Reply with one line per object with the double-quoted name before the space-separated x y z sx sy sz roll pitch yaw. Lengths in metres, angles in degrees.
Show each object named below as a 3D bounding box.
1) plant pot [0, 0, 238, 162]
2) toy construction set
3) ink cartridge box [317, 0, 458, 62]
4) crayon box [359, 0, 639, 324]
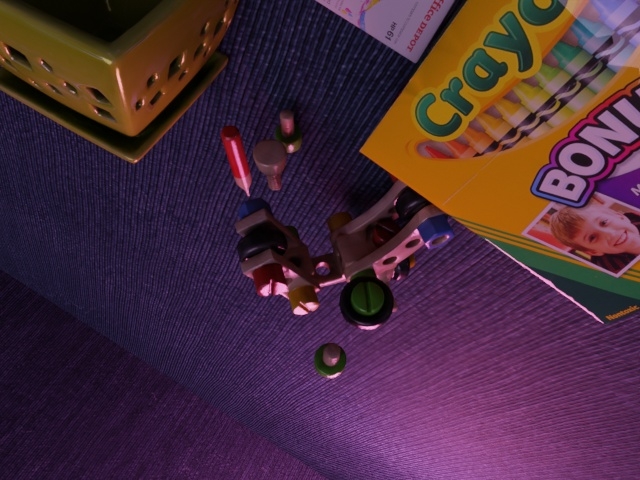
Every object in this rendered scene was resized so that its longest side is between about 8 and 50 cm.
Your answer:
"plant pot" -0.228 -0.232 0.560 0.227 0.228 0.207 29 152 3
"toy construction set" 0.000 0.000 0.702 0.309 0.257 0.237 44 163 18
"ink cartridge box" 0.064 -0.234 0.471 0.123 0.052 0.088 31 146 -1
"crayon box" 0.251 -0.114 0.416 0.313 0.106 0.363 34 143 -3
